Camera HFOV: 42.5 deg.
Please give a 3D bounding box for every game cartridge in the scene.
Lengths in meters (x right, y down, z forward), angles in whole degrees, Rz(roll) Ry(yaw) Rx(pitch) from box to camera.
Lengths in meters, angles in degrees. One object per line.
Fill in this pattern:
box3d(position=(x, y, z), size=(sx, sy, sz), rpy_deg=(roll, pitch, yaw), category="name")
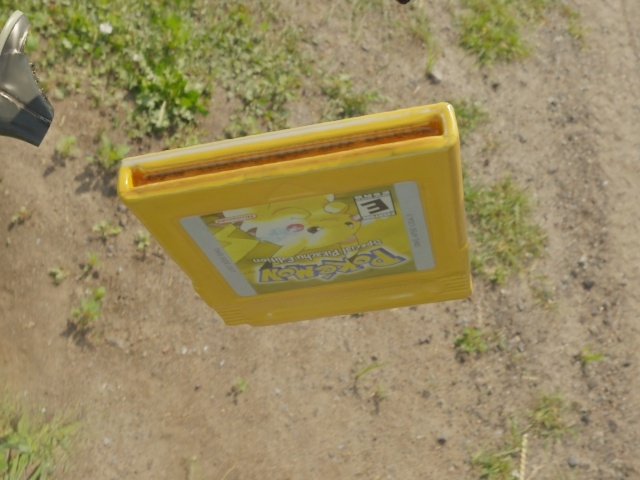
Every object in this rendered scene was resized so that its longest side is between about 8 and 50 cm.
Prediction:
box3d(position=(0.000, 0.000, 0.801), size=(0.285, 0.324, 0.052), rpy_deg=(-9, 61, 9), category="game cartridge")

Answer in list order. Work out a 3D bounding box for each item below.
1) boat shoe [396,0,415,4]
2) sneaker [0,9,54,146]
box3d(position=(0.215, -0.535, 1.362), size=(0.127, 0.158, 0.340), rpy_deg=(36, 55, -7), category="boat shoe")
box3d(position=(-0.477, -0.255, 1.321), size=(0.118, 0.083, 0.222), rpy_deg=(22, 64, -28), category="sneaker")
